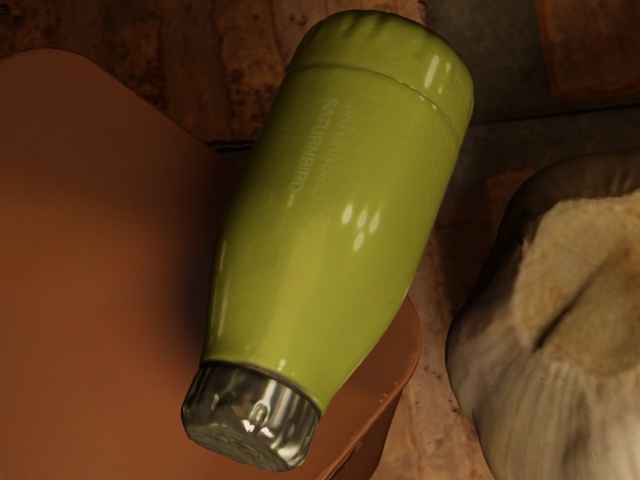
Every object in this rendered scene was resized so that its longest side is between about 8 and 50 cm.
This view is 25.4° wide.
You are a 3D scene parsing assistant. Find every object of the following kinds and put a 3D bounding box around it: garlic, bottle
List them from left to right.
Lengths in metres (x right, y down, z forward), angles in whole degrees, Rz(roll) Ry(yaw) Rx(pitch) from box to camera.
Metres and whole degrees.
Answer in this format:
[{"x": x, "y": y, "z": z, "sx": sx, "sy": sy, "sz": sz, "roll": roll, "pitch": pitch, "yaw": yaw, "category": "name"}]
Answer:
[{"x": 0.000, "y": 0.000, "z": 0.788, "sx": 0.112, "sy": 0.112, "sz": 0.260, "roll": 18, "pitch": 64, "yaw": 8, "category": "bottle"}, {"x": 0.232, "y": 0.084, "z": 0.930, "sx": 0.317, "sy": 0.259, "sz": 0.317, "roll": -18, "pitch": 58, "yaw": 33, "category": "garlic"}]

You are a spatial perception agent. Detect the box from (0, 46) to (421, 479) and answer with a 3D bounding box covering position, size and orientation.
[{"x": -0.129, "y": 0.081, "z": 0.936, "sx": 0.339, "sy": 0.229, "sz": 0.239, "roll": 36, "pitch": 70, "yaw": 15, "category": "box"}]
